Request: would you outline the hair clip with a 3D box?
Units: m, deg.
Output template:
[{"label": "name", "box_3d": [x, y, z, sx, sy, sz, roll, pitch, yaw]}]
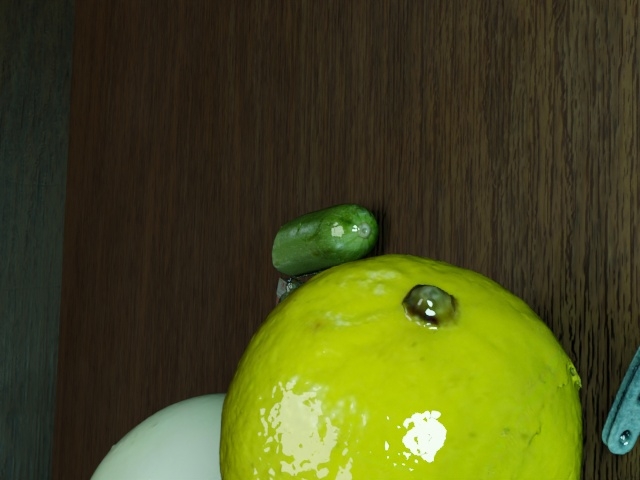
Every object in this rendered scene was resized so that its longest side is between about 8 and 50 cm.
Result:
[{"label": "hair clip", "box_3d": [0.254, 0.059, 0.974, 0.275, 0.048, 0.083, 113, 152, -52]}]

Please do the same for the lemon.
[{"label": "lemon", "box_3d": [0.063, 0.159, 1.116, 0.297, 0.297, 0.297, -176, 90, -70]}]

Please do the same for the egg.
[{"label": "egg", "box_3d": [-0.117, 0.309, 1.570, 0.345, 0.283, 0.283, 122, 147, -41]}]

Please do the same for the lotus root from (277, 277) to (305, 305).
[{"label": "lotus root", "box_3d": [-0.025, 0.091, 1.693, 0.054, 0.049, 0.099, -25, 60, 44]}]

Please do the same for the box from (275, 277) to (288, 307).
[{"label": "box", "box_3d": [-0.046, 0.091, 1.802, 0.046, 0.012, 0.083, -149, 64, -69]}]

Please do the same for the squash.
[{"label": "squash", "box_3d": [0.000, 0.000, 1.618, 0.239, 0.069, 0.069, 161, 112, -68]}]
